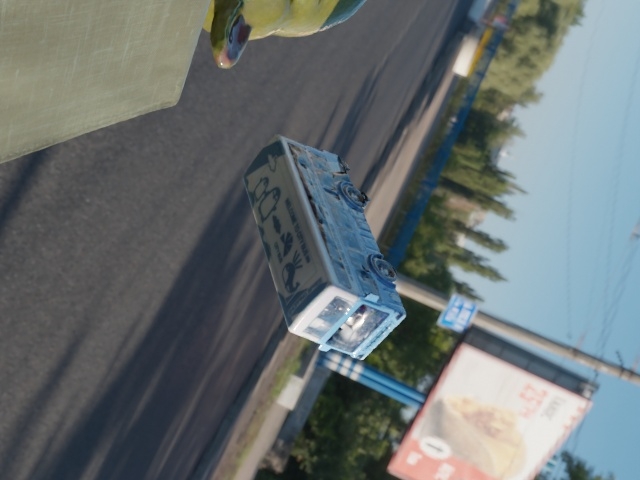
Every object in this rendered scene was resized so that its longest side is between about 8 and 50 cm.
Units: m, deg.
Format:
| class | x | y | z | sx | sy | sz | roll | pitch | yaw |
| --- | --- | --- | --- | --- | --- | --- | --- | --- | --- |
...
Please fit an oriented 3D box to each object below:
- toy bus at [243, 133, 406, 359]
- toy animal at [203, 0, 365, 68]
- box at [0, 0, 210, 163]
| class | x | y | z | sx | sy | sz | roll | pitch | yaw |
| --- | --- | --- | --- | --- | --- | --- | --- | --- | --- |
| toy bus | 0.000 | 0.000 | 1.145 | 0.106 | 0.131 | 0.297 | -49 | -140 | 28 |
| toy animal | -0.072 | -0.316 | 1.045 | 0.363 | 0.181 | 0.180 | -27 | 141 | -49 |
| box | -0.121 | -0.168 | 0.341 | 0.155 | 0.149 | 0.231 | -31 | 156 | -46 |
